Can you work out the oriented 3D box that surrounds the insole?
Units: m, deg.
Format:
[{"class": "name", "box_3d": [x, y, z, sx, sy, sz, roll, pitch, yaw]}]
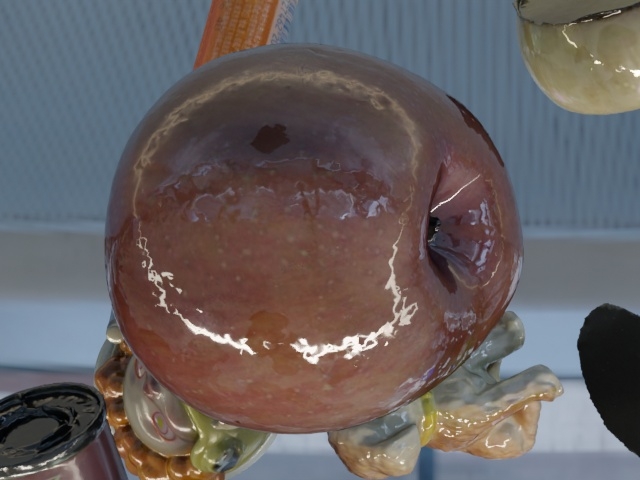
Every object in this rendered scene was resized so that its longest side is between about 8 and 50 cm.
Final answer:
[{"class": "insole", "box_3d": [0.340, 0.174, 1.760, 0.012, 0.309, 0.110, 13, 115, -45]}]

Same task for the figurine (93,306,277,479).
[{"class": "figurine", "box_3d": [-0.076, 0.139, 1.898, 0.205, 0.224, 0.382, -14, 178, -36]}]

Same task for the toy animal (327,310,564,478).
[{"class": "toy animal", "box_3d": [0.087, 0.162, 1.553, 0.185, 0.104, 0.184, -24, 150, -24]}]

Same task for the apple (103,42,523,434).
[{"class": "apple", "box_3d": [0.000, 0.000, 1.320, 0.235, 0.305, 0.306, 1, 159, 36]}]

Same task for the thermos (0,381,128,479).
[{"class": "thermos", "box_3d": [-0.171, 0.269, 1.383, 0.110, 0.330, 0.136, -25, -154, -21]}]

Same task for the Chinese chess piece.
[{"class": "Chinese chess piece", "box_3d": [0.306, -0.216, 1.714, 0.257, 0.257, 0.104, -12, 115, 28]}]

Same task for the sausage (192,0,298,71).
[{"class": "sausage", "box_3d": [-0.109, -0.130, 2.026, 0.093, 0.312, 0.093, 15, 171, 3]}]
